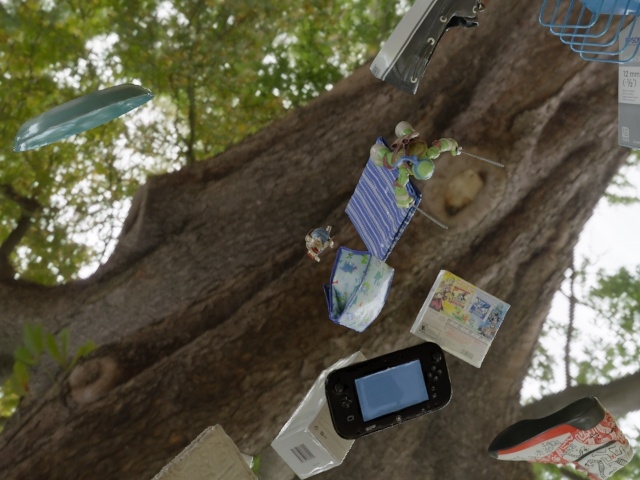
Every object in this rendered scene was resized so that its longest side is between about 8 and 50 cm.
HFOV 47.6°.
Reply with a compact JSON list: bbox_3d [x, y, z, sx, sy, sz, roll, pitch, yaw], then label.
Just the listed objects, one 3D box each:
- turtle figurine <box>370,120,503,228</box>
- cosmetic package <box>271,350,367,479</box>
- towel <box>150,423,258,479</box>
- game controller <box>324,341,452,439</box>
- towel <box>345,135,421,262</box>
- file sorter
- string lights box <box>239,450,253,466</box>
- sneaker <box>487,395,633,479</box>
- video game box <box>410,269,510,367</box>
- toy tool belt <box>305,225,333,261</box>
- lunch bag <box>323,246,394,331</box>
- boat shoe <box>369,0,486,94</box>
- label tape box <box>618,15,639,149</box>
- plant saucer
[{"bbox_3d":[0.254,-0.177,1.830,0.274,0.198,0.266,10,-157,-24],"label":"turtle figurine"},{"bbox_3d":[0.033,0.528,2.228,0.155,0.197,0.365,49,-138,-5],"label":"cosmetic package"},{"bbox_3d":[-0.253,0.521,1.460,0.282,0.049,0.187,-36,-85,-45],"label":"towel"},{"bbox_3d":[0.163,0.350,1.707,0.319,0.067,0.167,-13,-98,-21],"label":"game controller"},{"bbox_3d":[0.171,-0.107,2.118,0.040,0.336,0.243,-11,-124,-27],"label":"towel"},{"bbox_3d":[0.476,-0.388,1.257,0.170,0.105,0.118,16,-177,-43],"label":"file sorter"},{"bbox_3d":[-0.262,0.612,1.705,0.076,0.260,0.133,29,162,-32],"label":"string lights box"},{"bbox_3d":[0.461,0.409,1.398,0.145,0.270,0.090,50,-140,-3],"label":"sneaker"},{"bbox_3d":[0.365,0.204,1.900,0.205,0.187,0.048,29,178,-9],"label":"video game box"},{"bbox_3d":[0.000,0.000,1.361,0.052,0.051,0.083,43,-164,-10],"label":"toy tool belt"},{"bbox_3d":[0.074,0.104,1.480,0.096,0.151,0.129,9,168,33],"label":"lunch bag"},{"bbox_3d":[0.154,-0.275,0.867,0.076,0.228,0.080,37,-179,1],"label":"boat shoe"},{"bbox_3d":[0.745,-0.374,1.474,0.249,0.348,0.115,-9,-166,-11],"label":"label tape box"},{"bbox_3d":[-0.510,-0.269,1.554,0.317,0.317,0.044,-53,-57,-71],"label":"plant saucer"}]
